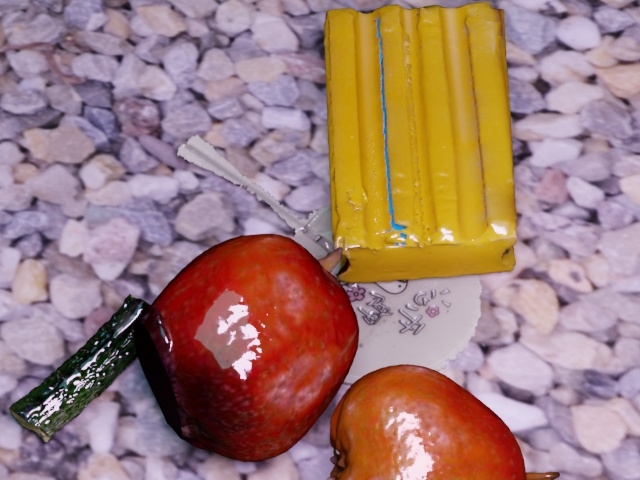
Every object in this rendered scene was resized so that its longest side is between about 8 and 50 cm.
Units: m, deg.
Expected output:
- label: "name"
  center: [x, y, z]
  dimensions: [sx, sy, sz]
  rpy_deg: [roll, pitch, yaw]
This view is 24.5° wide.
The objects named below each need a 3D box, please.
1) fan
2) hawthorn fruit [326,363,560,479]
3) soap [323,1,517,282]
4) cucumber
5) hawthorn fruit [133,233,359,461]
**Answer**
- label: "fan"
  center: [0.000, 0.000, 1.627]
  dimensions: [0.414, 0.012, 0.233]
  rpy_deg: [39, 69, 23]
- label: "hawthorn fruit"
  center: [0.117, 0.218, 1.394]
  dimensions: [0.225, 0.196, 0.196]
  rpy_deg: [6, 60, -6]
- label: "soap"
  center: [0.109, -0.110, 1.621]
  dimensions: [0.204, 0.096, 0.324]
  rpy_deg: [-2, 59, 3]
- label: "cucumber"
  center: [-0.243, 0.134, 1.564]
  dimensions: [0.058, 0.058, 0.187]
  rpy_deg: [37, 70, 25]
- label: "hawthorn fruit"
  center: [-0.064, 0.094, 1.471]
  dimensions: [0.215, 0.215, 0.250]
  rpy_deg: [29, 66, 22]
